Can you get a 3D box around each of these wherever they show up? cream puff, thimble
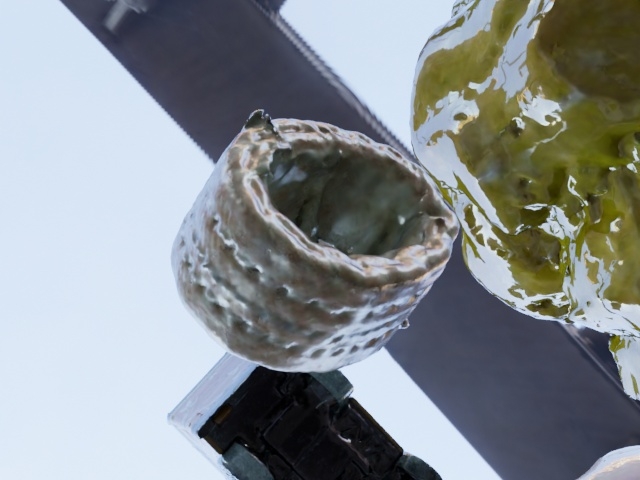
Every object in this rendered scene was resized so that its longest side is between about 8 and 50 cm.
[{"bbox_3d":[0.212,-0.015,0.603,0.325,0.291,0.257,9,-120,-25],"label":"cream puff"},{"bbox_3d":[-0.003,0.004,1.022,0.229,0.196,0.148,13,-45,-24],"label":"thimble"}]

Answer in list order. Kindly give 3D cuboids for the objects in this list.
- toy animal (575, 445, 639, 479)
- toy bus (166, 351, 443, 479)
[{"bbox_3d":[0.345,0.359,1.324,0.213,0.212,0.266,17,-129,-2],"label":"toy animal"},{"bbox_3d":[0.000,0.253,1.293,0.323,0.194,0.162,48,-107,-15],"label":"toy bus"}]
